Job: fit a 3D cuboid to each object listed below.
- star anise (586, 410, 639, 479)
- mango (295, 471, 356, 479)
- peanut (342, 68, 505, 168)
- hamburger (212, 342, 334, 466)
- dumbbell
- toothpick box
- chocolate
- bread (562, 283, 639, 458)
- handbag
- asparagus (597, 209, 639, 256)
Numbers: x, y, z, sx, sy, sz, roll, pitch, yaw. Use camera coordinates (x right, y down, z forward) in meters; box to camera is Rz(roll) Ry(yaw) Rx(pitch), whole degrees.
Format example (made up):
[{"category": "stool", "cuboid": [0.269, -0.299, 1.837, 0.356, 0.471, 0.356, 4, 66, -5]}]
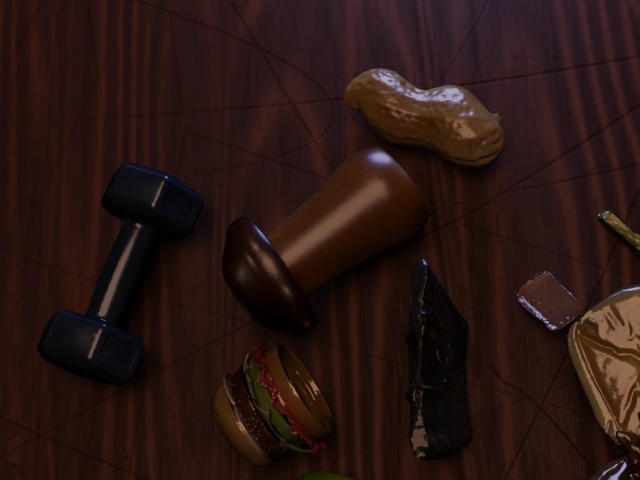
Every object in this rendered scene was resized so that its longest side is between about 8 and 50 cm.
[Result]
[{"category": "star anise", "cuboid": [0.480, 0.294, 1.517, 0.350, 0.292, 0.109, -17, 34, 1]}, {"category": "mango", "cuboid": [0.026, 0.382, 1.659, 0.178, 0.100, 0.119, 32, 84, 29]}, {"category": "peanut", "cuboid": [0.155, -0.184, 1.823, 0.263, 0.101, 0.117, 18, 51, 20]}, {"category": "hamburger", "cuboid": [-0.075, 0.235, 1.699, 0.137, 0.175, 0.175, -31, 68, 8]}, {"category": "dumbbell", "cuboid": [-0.296, 0.050, 1.818, 0.160, 0.144, 0.324, 17, 77, 16]}, {"category": "toothpick box", "cuboid": [0.000, 0.000, 1.750, 0.294, 0.192, 0.192, -36, 68, -7]}, {"category": "chocolate", "cuboid": [0.325, 0.091, 1.716, 0.064, 0.031, 0.100, -39, 45, -5]}, {"category": "bread", "cuboid": [0.438, 0.169, 1.634, 0.192, 0.110, 0.209, -26, 68, 9]}, {"category": "handbag", "cuboid": [0.149, 0.175, 1.658, 0.089, 0.175, 0.270, -4, 69, 13]}, {"category": "asparagus", "cuboid": [0.439, -0.007, 1.739, 0.025, 0.021, 0.108, -41, 68, -4]}]
